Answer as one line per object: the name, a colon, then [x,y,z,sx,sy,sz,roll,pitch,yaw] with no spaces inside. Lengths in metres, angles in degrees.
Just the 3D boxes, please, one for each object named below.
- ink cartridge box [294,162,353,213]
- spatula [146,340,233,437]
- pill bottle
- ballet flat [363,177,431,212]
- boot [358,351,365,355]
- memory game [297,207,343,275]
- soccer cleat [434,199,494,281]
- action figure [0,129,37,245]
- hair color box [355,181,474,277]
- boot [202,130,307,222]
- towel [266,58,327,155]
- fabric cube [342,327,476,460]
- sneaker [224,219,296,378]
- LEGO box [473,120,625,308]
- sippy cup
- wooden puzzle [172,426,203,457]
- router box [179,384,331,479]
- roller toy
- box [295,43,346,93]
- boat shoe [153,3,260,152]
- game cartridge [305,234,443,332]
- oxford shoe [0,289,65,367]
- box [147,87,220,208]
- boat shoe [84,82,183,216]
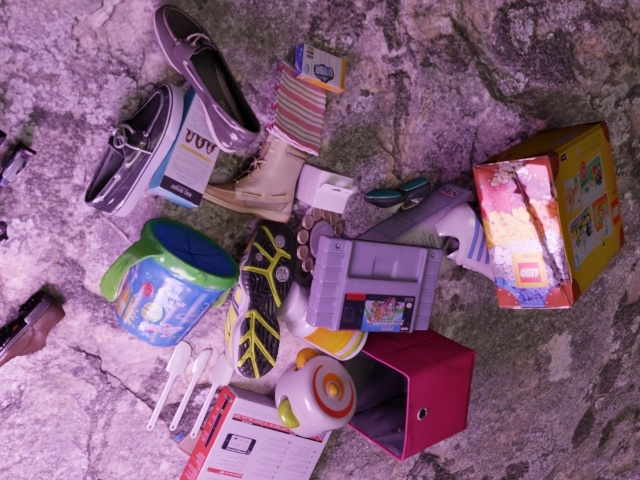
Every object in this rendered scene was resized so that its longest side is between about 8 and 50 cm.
ink cartridge box: [0.005,-0.127,1.634,0.092,0.143,0.090,11,102,-31]
spatula: [-0.324,0.380,1.700,0.168,0.019,0.242,22,93,-31]
pill bottle: [-0.003,0.202,1.749,0.245,0.136,0.136,34,89,-33]
ballet flat: [0.207,-0.110,1.796,0.203,0.074,0.074,-18,115,-25]
boot: [0.080,0.350,1.909,0.106,0.037,0.114,1,111,-27]
memory game: [0.000,0.000,1.710,0.186,0.012,0.186,-14,108,-50]
soccer cleat: [0.411,0.029,1.813,0.143,0.116,0.331,-31,126,11]
action figure: [-0.674,-0.080,1.313,0.185,0.099,0.285,31,94,-38]
hair color box: [0.257,0.018,1.841,0.374,0.113,0.185,-31,120,-15]
boot: [-0.156,-0.162,1.563,0.262,0.095,0.203,13,101,-33]
towel: [-0.046,-0.307,1.560,0.144,0.029,0.197,23,65,-34]
fabric cube: [0.235,0.397,1.853,0.258,0.259,0.254,-11,111,-36]
sneaker: [-0.166,0.131,1.642,0.145,0.147,0.385,20,78,-34]
LEGO box: [0.624,-0.083,1.798,0.500,0.193,0.372,-26,107,-49]
sippy cup: [-0.331,0.104,1.498,0.305,0.240,0.224,28,103,-24]
wooden puzzle: [-0.325,0.523,1.761,0.078,0.014,0.116,-44,122,-14]
router box: [-0.168,0.572,1.809,0.335,0.082,0.301,26,90,-33]
roller toy: [-0.006,0.402,1.770,0.191,0.146,0.209,33,46,-28]
box: [-0.004,-0.402,1.584,0.136,0.028,0.081,13,72,-29]
boat shoe: [-0.224,-0.346,1.408,0.112,0.095,0.335,-36,102,-42]
game cartridge: [0.142,0.116,1.698,0.355,0.068,0.230,5,94,-30]
oxford shoe: [-0.636,0.221,1.446,0.227,0.083,0.096,-45,126,-6]
box: [-0.275,-0.199,1.458,0.100,0.060,0.244,28,72,-33]
boat shoe: [-0.394,-0.198,1.412,0.105,0.113,0.306,22,105,-47]
